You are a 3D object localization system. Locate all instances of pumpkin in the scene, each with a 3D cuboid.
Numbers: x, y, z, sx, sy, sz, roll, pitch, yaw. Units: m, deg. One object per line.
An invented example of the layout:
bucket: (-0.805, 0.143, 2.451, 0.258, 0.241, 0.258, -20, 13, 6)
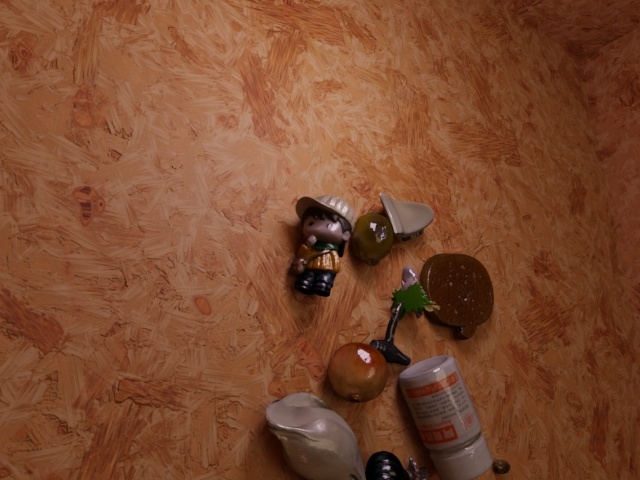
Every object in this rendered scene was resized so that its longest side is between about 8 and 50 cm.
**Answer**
pumpkin: (0.188, 0.728, 1.652, 0.150, 0.194, 0.194, 31, 54, -2)

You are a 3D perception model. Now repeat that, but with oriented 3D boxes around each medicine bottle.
medicine bottle: (0.420, 0.596, 1.866, 0.211, 0.211, 0.372, -18, 85, -41)

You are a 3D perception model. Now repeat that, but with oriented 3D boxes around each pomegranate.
pomegranate: (0.115, 0.411, 1.716, 0.191, 0.191, 0.191, 14, 65, -34)

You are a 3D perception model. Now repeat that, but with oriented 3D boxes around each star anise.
star anise: (0.301, 0.801, 1.790, 0.195, 0.065, 0.183, 25, 58, -25)

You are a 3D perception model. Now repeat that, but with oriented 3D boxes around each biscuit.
biscuit: (0.541, 0.218, 2.193, 0.394, 0.070, 0.351, 10, 70, -35)

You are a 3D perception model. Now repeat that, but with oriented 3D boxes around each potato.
potato: (0.684, 0.853, 2.088, 0.083, 0.040, 0.051, 12, 72, -33)

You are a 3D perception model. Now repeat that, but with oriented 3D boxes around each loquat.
loquat: (0.181, -0.004, 1.941, 0.152, 0.152, 0.195, 24, 54, -30)

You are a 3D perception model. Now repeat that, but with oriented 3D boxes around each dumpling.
dumpling: (-0.007, 0.557, 1.584, 0.340, 0.181, 0.260, 16, 22, -6)

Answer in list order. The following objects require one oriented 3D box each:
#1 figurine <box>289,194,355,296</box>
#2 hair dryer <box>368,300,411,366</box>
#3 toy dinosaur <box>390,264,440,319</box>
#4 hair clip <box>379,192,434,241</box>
figurine: (0.009, 0.014, 1.800, 0.204, 0.185, 0.333, 13, 82, -69)
hair dryer: (0.263, 0.317, 1.912, 0.195, 0.075, 0.219, 29, 73, -38)
toy dinosaur: (0.324, 0.198, 2.017, 0.194, 0.152, 0.177, 61, 20, 5)
hair clip: (0.318, -0.082, 2.098, 0.282, 0.113, 0.173, -5, 66, -39)
